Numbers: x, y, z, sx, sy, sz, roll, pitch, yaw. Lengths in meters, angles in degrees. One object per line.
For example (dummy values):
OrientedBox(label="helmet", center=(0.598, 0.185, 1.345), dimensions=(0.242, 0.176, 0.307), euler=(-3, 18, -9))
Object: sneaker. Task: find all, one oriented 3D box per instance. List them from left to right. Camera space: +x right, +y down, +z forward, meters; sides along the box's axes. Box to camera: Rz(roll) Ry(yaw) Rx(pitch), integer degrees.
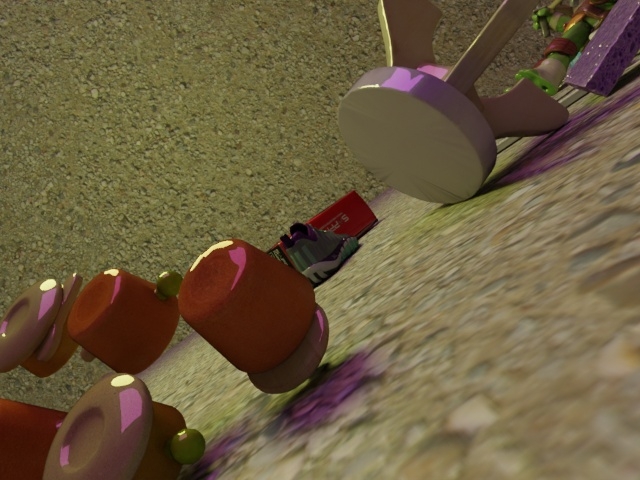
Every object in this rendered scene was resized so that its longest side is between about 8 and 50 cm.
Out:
OrientedBox(label="sneaker", center=(0.000, 0.000, 0.929), dimensions=(0.083, 0.098, 0.223), euler=(-36, 2, 16))

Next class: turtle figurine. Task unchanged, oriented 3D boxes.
OrientedBox(label="turtle figurine", center=(0.390, -0.375, 0.944), dimensions=(0.266, 0.274, 0.198), euler=(-57, 25, -2))

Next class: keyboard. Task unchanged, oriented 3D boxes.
OrientedBox(label="keyboard", center=(0.325, -0.182, 0.821), dimensions=(0.256, 0.014, 0.072), euler=(-35, 2, 28))

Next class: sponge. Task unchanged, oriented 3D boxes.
OrientedBox(label="sponge", center=(0.359, -0.264, 0.629), dimensions=(0.210, 0.031, 0.117), euler=(-60, -1, 20))

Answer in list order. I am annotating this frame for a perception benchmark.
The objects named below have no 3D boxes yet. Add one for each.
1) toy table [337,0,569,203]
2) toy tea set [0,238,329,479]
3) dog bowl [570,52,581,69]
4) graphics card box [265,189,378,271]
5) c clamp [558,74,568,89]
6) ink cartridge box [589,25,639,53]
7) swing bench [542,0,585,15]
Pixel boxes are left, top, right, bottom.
OrientedBox(label="toy table", center=(0.137, -0.156, 0.622), dimensions=(0.161, 0.252, 0.274), euler=(-53, 13, -8))
OrientedBox(label="toy tea set", center=(-0.136, 0.117, 0.413), dimensions=(0.336, 0.124, 0.200), euler=(-14, 49, 34))
OrientedBox(label="dog bowl", center=(0.724, -0.536, 1.450), dimensions=(0.166, 0.074, 0.297), euler=(-34, 3, 44))
OrientedBox(label="graphics card box", center=(-0.063, 0.039, 1.244), dimensions=(0.232, 0.094, 0.371), euler=(-38, 1, -34))
OrientedBox(label="c clamp", center=(0.527, -0.349, 1.163), dimensions=(0.160, 0.022, 0.137), euler=(-36, 2, 25))
OrientedBox(label="ink cartridge box", center=(0.519, -0.353, 0.706), dimensions=(0.261, 0.066, 0.296), euler=(-37, 2, 7))
OrientedBox(label="swing bench", center=(0.606, -0.513, 1.052), dimensions=(0.253, 0.254, 0.165), euler=(154, 134, -85))
